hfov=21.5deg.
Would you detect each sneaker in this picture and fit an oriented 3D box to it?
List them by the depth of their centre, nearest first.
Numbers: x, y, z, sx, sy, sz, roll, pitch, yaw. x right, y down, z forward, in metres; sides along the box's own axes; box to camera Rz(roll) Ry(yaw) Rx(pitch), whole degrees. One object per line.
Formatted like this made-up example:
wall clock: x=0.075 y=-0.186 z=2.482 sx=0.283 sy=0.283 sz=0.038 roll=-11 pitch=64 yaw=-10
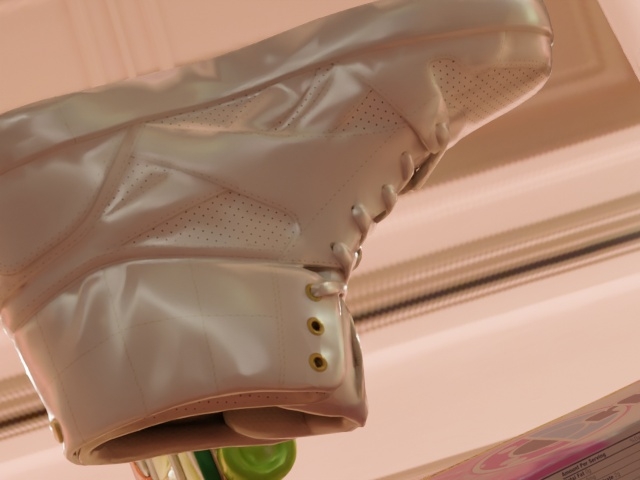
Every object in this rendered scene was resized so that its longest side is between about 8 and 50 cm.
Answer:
sneaker: x=0.000 y=0.000 z=0.726 sx=0.293 sy=0.108 sz=0.169 roll=-20 pitch=-107 yaw=-21

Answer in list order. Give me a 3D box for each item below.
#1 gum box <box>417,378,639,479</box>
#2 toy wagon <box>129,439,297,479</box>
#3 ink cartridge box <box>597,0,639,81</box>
gum box: x=0.100 y=0.108 z=0.674 sx=0.188 sy=0.107 sz=0.062 roll=-23 pitch=-91 yaw=-13
toy wagon: x=-0.117 y=0.119 z=1.333 sx=0.068 sy=0.267 sz=0.344 roll=-17 pitch=-110 yaw=-22
ink cartridge box: x=0.300 y=-0.163 z=1.087 sx=0.207 sy=0.117 sz=0.283 roll=-39 pitch=-65 yaw=-13
